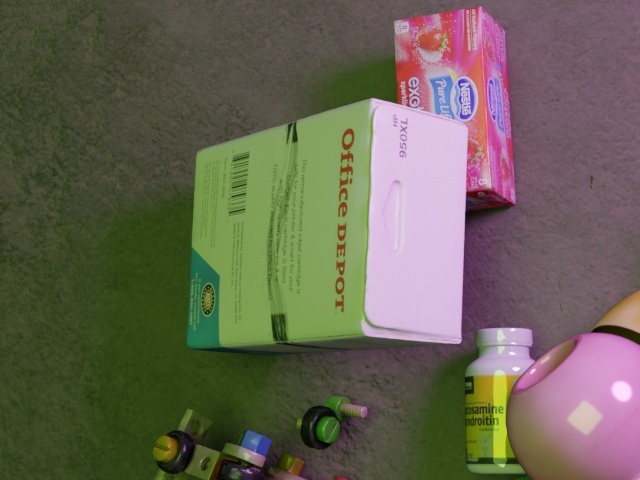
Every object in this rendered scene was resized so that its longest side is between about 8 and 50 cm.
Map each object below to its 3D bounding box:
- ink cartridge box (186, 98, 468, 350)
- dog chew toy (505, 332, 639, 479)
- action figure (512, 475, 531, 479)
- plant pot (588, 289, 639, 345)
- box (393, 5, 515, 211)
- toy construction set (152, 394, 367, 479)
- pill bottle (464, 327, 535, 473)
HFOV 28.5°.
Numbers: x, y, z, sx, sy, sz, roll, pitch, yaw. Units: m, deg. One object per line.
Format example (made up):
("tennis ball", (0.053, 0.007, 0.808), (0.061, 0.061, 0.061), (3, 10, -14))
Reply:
("ink cartridge box", (0.000, 0.000, 1.644), (0.395, 0.166, 0.285), (-9, 75, 52))
("dog chew toy", (0.375, 0.271, 1.494), (0.207, 0.206, 0.332), (-41, 91, 12))
("action figure", (0.272, 0.408, 1.560), (0.137, 0.063, 0.232), (-18, 51, -11))
("plant pot", (0.415, 0.112, 1.564), (0.134, 0.134, 0.095), (25, 64, 25))
("box", (0.182, -0.172, 1.706), (0.128, 0.123, 0.256), (-6, 78, 23))
("toy construction set", (-0.109, 0.364, 1.714), (0.237, 0.257, 0.308), (5, 93, 41))
("pill bottle", (0.238, 0.208, 1.625), (0.103, 0.103, 0.184), (-4, 79, 23))
